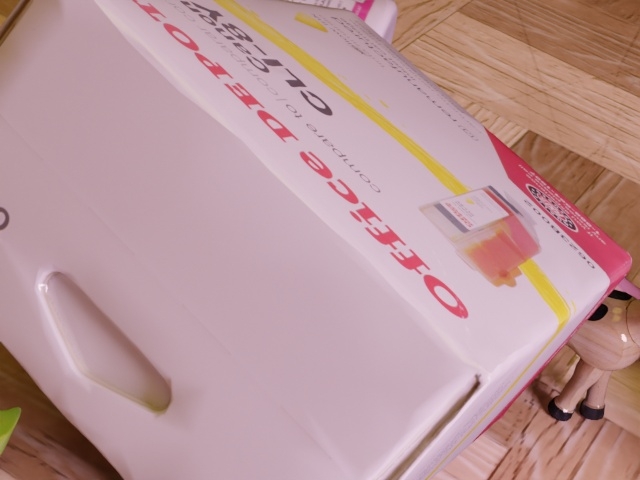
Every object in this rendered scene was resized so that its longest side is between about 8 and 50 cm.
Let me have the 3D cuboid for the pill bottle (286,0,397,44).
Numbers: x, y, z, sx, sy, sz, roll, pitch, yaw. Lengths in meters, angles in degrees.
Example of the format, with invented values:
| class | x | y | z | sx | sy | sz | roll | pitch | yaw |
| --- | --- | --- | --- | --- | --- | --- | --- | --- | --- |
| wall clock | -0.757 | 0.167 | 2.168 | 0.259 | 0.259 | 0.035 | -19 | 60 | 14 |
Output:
| class | x | y | z | sx | sy | sz | roll | pitch | yaw |
| --- | --- | --- | --- | --- | --- | --- | --- | --- | --- |
| pill bottle | -0.089 | -0.175 | 1.116 | 0.283 | 0.160 | 0.160 | 19 | 37 | 5 |

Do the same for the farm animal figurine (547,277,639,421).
| class | x | y | z | sx | sy | sz | roll | pitch | yaw |
| --- | --- | --- | --- | --- | --- | --- | --- | --- | --- |
| farm animal figurine | 0.314 | 0.087 | 0.913 | 0.330 | 0.172 | 0.326 | -2 | 40 | -22 |

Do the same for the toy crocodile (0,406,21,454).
| class | x | y | z | sx | sy | sz | roll | pitch | yaw |
| --- | --- | --- | --- | --- | --- | --- | --- | --- | --- |
| toy crocodile | -0.284 | 0.009 | 0.851 | 0.105 | 0.115 | 0.340 | -1 | 41 | -30 |

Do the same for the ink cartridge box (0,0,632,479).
| class | x | y | z | sx | sy | sz | roll | pitch | yaw |
| --- | --- | --- | --- | --- | --- | --- | --- | --- | --- |
| ink cartridge box | 0.000 | 0.000 | 0.732 | 0.279 | 0.160 | 0.385 | 44 | 20 | 12 |
